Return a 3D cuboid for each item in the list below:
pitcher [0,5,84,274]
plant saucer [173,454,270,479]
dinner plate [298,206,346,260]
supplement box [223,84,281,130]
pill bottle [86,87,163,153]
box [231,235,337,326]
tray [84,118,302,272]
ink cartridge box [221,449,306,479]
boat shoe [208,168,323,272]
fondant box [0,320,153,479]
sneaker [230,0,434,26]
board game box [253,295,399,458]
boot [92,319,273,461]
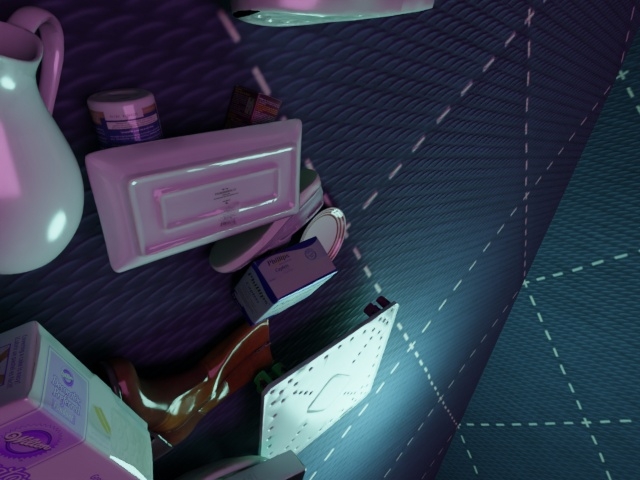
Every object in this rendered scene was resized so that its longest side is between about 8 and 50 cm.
[{"bbox_3d":[-0.273,-0.089,0.362,0.125,0.177,0.207,14,127,-7],"label":"pitcher"},{"bbox_3d":[-0.261,0.580,0.823,0.400,0.100,0.400,-23,128,-33],"label":"plant saucer"},{"bbox_3d":[0.000,0.000,0.786,0.141,0.017,0.141,-32,136,-36],"label":"dinner plate"},{"bbox_3d":[-0.096,-0.159,0.553,0.043,0.055,0.083,2,113,-49],"label":"supplement box"},{"bbox_3d":[-0.209,-0.103,0.457,0.067,0.067,0.120,-26,131,-34],"label":"pill bottle"},{"bbox_3d":[-0.063,0.070,0.678,0.126,0.072,0.137,-24,165,-36],"label":"box"},{"bbox_3d":[-0.123,-0.058,0.498,0.270,0.030,0.145,-22,130,-36],"label":"tray"},{"bbox_3d":[-0.200,0.520,0.727,0.371,0.069,0.175,2,112,-42],"label":"ink cartridge box"},{"bbox_3d":[-0.073,-0.018,0.651,0.227,0.079,0.081,-45,136,-21],"label":"boat shoe"},{"bbox_3d":[-0.381,0.248,0.406,0.330,0.096,0.238,-24,133,-11],"label":"fondant box"},{"bbox_3d":[0.022,-0.396,0.483,0.323,0.130,0.236,-23,120,-31],"label":"sneaker"},{"bbox_3d":[0.006,0.348,0.968,0.390,0.050,0.390,-24,138,-35],"label":"board game box"},{"bbox_3d":[-0.191,0.208,0.663,0.280,0.096,0.264,-32,134,-31],"label":"boot"}]
